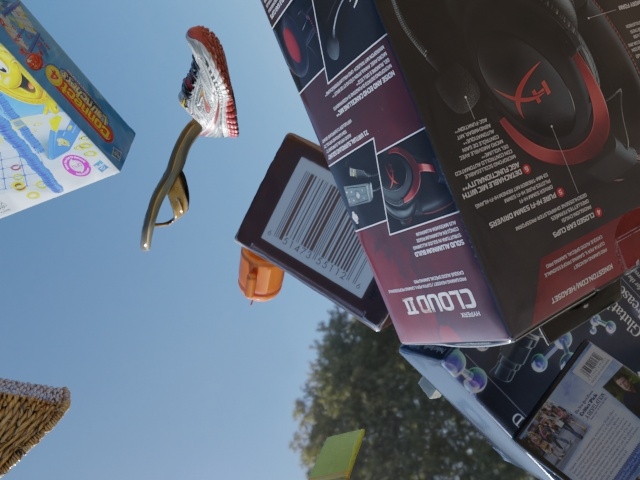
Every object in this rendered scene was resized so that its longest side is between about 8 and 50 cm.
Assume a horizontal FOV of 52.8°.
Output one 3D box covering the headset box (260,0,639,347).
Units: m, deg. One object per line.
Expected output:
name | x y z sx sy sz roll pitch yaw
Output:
headset box | 0.114 -0.085 0.398 0.110 0.218 0.294 -21 93 64

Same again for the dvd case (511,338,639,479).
dvd case | 0.415 0.280 0.869 0.253 0.180 0.022 37 171 19

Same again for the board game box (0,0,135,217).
board game box | -0.467 -0.176 0.857 0.302 0.308 0.086 54 -152 -40

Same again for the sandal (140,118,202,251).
sandal | -0.181 -0.063 0.809 0.049 0.180 0.072 25 -172 -14

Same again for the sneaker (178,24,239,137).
sneaker | -0.192 -0.247 1.059 0.225 0.092 0.088 87 174 -54

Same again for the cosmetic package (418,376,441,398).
cosmetic package | 0.309 0.352 1.685 0.041 0.115 0.060 2 -142 -36

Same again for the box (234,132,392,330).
box | 0.068 -0.011 0.821 0.191 0.143 0.381 31 -169 17

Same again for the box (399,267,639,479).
box | 0.390 0.156 1.112 0.293 0.395 0.212 45 169 -5

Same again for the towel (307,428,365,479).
towel | 0.029 0.492 1.388 0.021 0.102 0.237 66 -158 -12

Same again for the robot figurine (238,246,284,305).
robot figurine | -0.157 0.074 1.746 0.158 0.128 0.220 -115 28 -45

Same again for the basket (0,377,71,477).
basket | -0.719 0.446 1.501 0.222 0.299 0.214 16 -101 -21
